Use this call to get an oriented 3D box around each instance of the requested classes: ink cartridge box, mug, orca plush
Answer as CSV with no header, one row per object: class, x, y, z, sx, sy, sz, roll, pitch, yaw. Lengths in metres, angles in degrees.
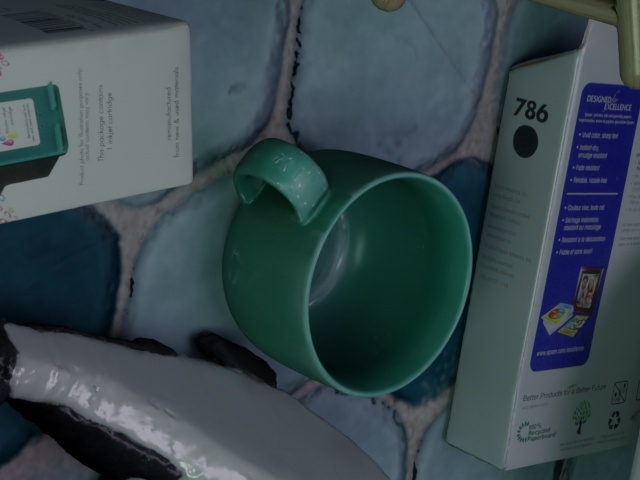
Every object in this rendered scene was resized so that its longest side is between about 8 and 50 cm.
ink cartridge box,0.186,-0.014,1.058,0.165,0.065,0.332,-1,106,-42
ink cartridge box,-0.184,-0.055,0.651,0.231,0.134,0.078,-14,114,-38
mug,0.007,0.001,0.873,0.129,0.097,0.157,-22,118,-35
orca plush,-0.093,0.127,0.827,0.287,0.151,0.102,15,125,-47

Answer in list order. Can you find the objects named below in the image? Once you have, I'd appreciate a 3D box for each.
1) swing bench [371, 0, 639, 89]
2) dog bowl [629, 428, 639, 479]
swing bench,0.165,-0.246,0.805,0.253,0.165,0.254,-34,139,-54
dog bowl,0.290,0.127,1.094,0.265,0.104,0.264,13,90,-74
